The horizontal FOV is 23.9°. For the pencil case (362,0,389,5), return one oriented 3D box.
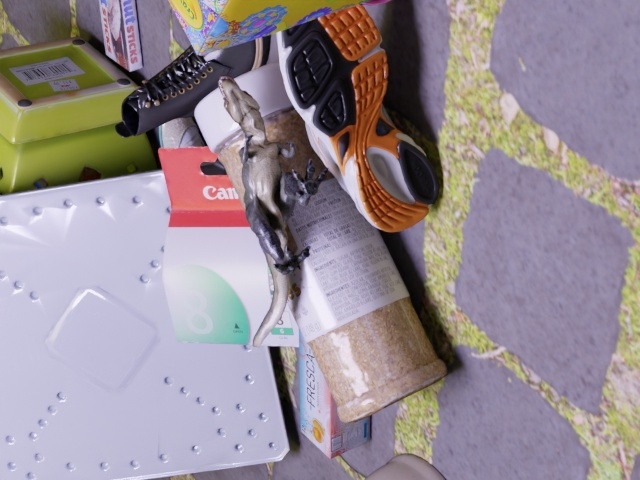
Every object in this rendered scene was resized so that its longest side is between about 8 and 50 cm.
[{"bbox_3d":[0.015,-0.300,1.310,0.209,0.098,0.095,55,-166,22],"label":"pencil case"}]

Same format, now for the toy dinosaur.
[{"bbox_3d":[-0.043,-0.024,1.420,0.118,0.064,0.268,13,110,63],"label":"toy dinosaur"}]

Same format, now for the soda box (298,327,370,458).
[{"bbox_3d":[0.016,0.147,1.661,0.063,0.058,0.183,39,140,42],"label":"soda box"}]

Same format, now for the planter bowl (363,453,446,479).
[{"bbox_3d":[0.078,0.325,1.629,0.162,0.109,0.162,41,142,41],"label":"planter bowl"}]

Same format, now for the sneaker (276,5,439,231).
[{"bbox_3d":[0.011,-0.129,1.392,0.121,0.099,0.262,38,156,57],"label":"sneaker"}]

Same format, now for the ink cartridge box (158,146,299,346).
[{"bbox_3d":[-0.098,0.008,1.689,0.181,0.056,0.225,0,114,30],"label":"ink cartridge box"}]

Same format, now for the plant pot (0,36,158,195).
[{"bbox_3d":[-0.342,-0.126,1.919,0.227,0.228,0.207,42,137,42],"label":"plant pot"}]

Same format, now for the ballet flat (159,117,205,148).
[{"bbox_3d":[-0.155,-0.093,1.808,0.052,0.057,0.168,16,132,22],"label":"ballet flat"}]

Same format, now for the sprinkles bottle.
[{"bbox_3d":[0.000,0.000,1.516,0.355,0.121,0.121,64,152,6],"label":"sprinkles bottle"}]

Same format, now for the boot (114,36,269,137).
[{"bbox_3d":[-0.138,-0.180,1.609,0.077,0.137,0.198,55,149,21],"label":"boot"}]

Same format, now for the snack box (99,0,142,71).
[{"bbox_3d":[-0.248,-0.297,1.835,0.064,0.022,0.178,38,140,45],"label":"snack box"}]

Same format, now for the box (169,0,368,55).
[{"bbox_3d":[0.035,-0.302,1.057,0.177,0.290,0.279,61,150,11],"label":"box"}]

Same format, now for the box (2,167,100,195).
[{"bbox_3d":[-0.408,-0.011,2.071,0.122,0.256,0.128,42,143,41],"label":"box"}]

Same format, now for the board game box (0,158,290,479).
[{"bbox_3d":[-0.260,0.110,1.830,0.050,0.389,0.390,-83,-17,-69],"label":"board game box"}]
